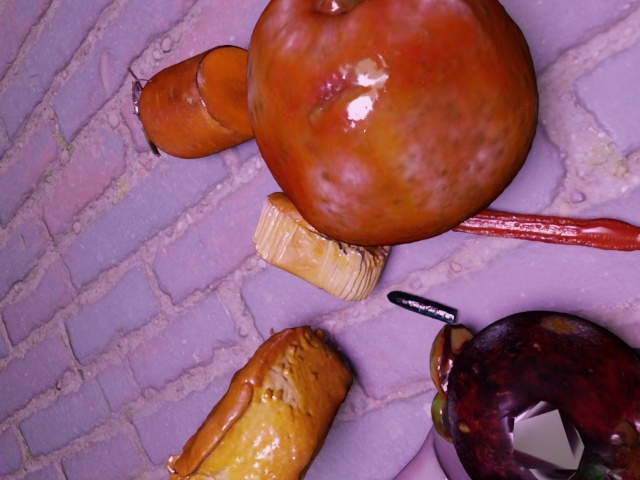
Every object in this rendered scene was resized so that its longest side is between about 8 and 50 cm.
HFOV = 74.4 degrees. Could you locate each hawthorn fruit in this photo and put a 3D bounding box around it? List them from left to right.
[{"bbox_3d":[0.087,-0.200,0.578,0.404,0.403,0.401,4,98,28],"label":"hawthorn fruit"}]

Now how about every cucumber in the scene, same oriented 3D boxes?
[{"bbox_3d":[0.184,0.120,0.781,0.133,0.032,0.032,18,104,27],"label":"cucumber"}]

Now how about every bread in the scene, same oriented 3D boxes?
[{"bbox_3d":[-0.094,0.331,0.776,0.204,0.358,0.336,33,126,11],"label":"bread"},{"bbox_3d":[0.000,0.000,0.783,0.250,0.179,0.133,29,106,22],"label":"bread"}]

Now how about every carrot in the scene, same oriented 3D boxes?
[{"bbox_3d":[-0.266,-0.270,0.876,0.332,0.214,0.192,-8,92,32],"label":"carrot"}]

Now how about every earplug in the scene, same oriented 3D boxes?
[{"bbox_3d":[0.188,0.481,0.759,0.172,0.172,0.301,40,118,19],"label":"earplug"}]

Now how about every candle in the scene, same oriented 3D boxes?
[{"bbox_3d":[0.368,-0.017,0.655,0.330,0.048,0.051,8,108,28],"label":"candle"}]

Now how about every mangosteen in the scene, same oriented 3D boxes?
[{"bbox_3d":[0.310,0.245,0.599,0.312,0.311,0.310,4,98,28],"label":"mangosteen"}]

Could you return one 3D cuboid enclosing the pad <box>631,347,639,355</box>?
[{"bbox_3d":[0.518,0.252,0.632,0.116,0.004,0.192,-12,91,29],"label":"pad"}]
